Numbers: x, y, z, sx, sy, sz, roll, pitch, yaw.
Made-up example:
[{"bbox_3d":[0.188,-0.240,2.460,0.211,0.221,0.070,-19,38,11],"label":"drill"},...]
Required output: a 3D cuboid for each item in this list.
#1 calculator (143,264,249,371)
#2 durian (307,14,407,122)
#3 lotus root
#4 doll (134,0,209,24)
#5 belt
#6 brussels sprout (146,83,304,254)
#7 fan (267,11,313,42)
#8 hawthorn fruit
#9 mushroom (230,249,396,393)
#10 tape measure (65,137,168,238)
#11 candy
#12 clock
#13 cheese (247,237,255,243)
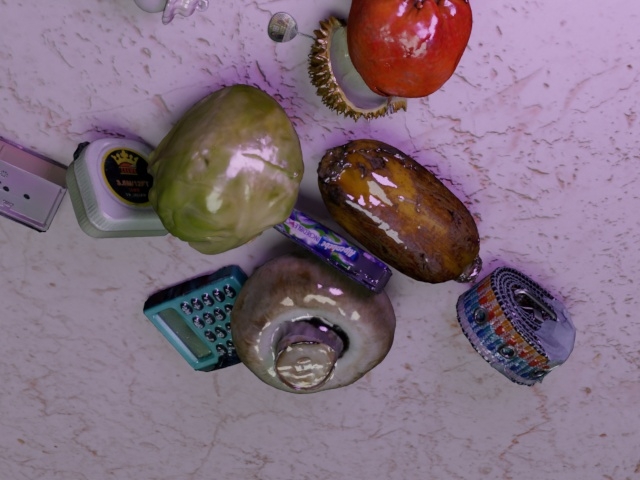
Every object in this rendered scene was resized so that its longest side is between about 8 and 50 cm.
[{"bbox_3d":[-0.237,0.187,2.219,0.274,0.058,0.248,-21,126,20],"label":"calculator"},{"bbox_3d":[0.054,-0.296,1.768,0.139,0.144,0.252,-43,114,-9],"label":"durian"},{"bbox_3d":[0.163,-0.048,1.896,0.397,0.179,0.196,38,112,-22],"label":"lotus root"},{"bbox_3d":[-0.324,-0.459,1.643,0.293,0.119,0.138,23,113,-8],"label":"doll"},{"bbox_3d":[0.417,0.182,2.056,0.258,0.207,0.150,38,127,-15],"label":"belt"},{"bbox_3d":[-0.168,-0.127,1.778,0.247,0.328,0.328,31,126,-21],"label":"brussels sprout"},{"bbox_3d":[-0.061,-0.375,1.755,0.060,0.003,0.080,-34,120,30],"label":"fan"},{"bbox_3d":[0.140,-0.331,1.653,0.211,0.211,0.299,9,142,-3],"label":"hawthorn fruit"},{"bbox_3d":[-0.018,0.179,2.058,0.353,0.260,0.352,2,123,3],"label":"mushroom"},{"bbox_3d":[-0.378,-0.102,1.909,0.235,0.207,0.115,-2,154,-47],"label":"tape measure"},{"bbox_3d":[0.000,0.000,1.933,0.312,0.088,0.061,33,87,14],"label":"candy"},{"bbox_3d":[-0.620,-0.117,1.984,0.192,0.071,0.147,24,129,-15],"label":"clock"},{"bbox_3d":[-0.201,-0.020,2.031,0.163,0.086,0.036,-2,125,26],"label":"cheese"}]
